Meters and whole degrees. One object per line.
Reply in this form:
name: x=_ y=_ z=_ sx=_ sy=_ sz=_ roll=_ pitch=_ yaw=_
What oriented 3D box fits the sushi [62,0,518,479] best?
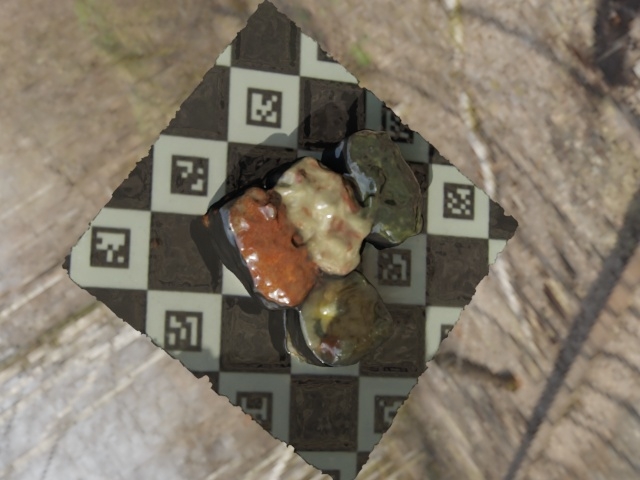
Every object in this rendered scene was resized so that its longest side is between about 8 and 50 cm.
sushi: x=0.000 y=0.000 z=0.745 sx=0.231 sy=0.220 sz=0.047 roll=40 pitch=161 yaw=-14
